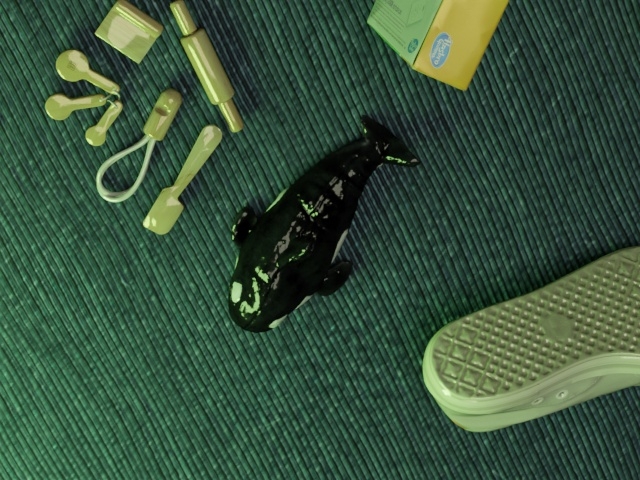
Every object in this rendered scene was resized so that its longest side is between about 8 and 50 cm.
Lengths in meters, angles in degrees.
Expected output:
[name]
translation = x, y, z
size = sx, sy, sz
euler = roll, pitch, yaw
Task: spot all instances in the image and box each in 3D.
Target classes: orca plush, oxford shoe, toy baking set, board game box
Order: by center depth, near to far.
[board game box]
translation = 0.162, -0.334, 1.630
size = 0.064, 0.242, 0.316
euler = 21, 105, -16
[toy baking set]
translation = -0.189, -0.143, 1.756
size = 0.197, 0.030, 0.256
euler = -29, 110, 5
[orca plush]
translation = 0.000, 0.000, 1.791
size = 0.287, 0.102, 0.151
euler = -39, 110, 5
[oxford shoe]
translation = 0.329, 0.118, 1.877
size = 0.449, 0.169, 0.130
euler = -15, 152, -11
